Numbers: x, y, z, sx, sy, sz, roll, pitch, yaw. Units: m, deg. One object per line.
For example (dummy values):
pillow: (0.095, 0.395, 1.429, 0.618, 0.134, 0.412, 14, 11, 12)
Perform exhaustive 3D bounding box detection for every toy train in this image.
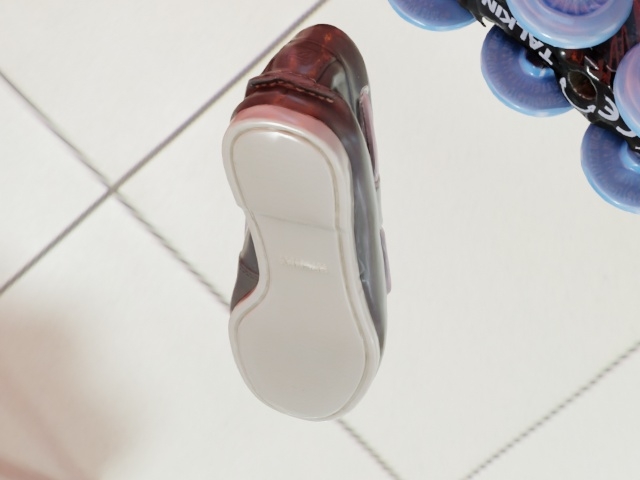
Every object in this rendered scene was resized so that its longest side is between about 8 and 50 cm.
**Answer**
toy train: (0.101, -0.092, 0.597, 0.184, 0.080, 0.105, 43, 72, 12)

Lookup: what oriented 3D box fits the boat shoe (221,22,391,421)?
boat shoe: (0.000, 0.000, 1.136, 0.112, 0.095, 0.335, 16, 145, 13)
